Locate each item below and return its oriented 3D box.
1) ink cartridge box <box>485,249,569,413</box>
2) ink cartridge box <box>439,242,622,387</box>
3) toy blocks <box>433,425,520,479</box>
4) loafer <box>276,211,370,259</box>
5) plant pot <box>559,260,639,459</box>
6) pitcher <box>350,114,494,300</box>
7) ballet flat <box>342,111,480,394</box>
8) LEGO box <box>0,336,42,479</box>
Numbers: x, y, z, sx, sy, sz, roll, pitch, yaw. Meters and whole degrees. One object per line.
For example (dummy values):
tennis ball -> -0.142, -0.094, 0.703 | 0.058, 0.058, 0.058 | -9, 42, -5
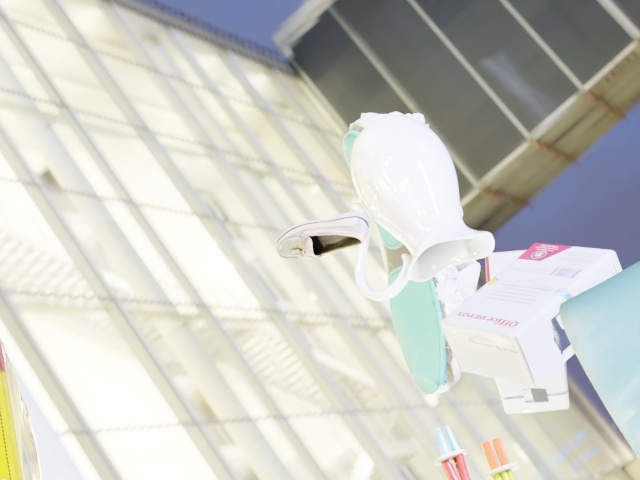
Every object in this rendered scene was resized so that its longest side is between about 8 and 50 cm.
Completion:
ink cartridge box -> 0.337, 0.153, 2.152 | 0.114, 0.197, 0.273 | -5, -21, 10
ink cartridge box -> 0.242, 0.081, 1.495 | 0.175, 0.072, 0.127 | -36, 24, -27
toy blocks -> 0.227, 0.327, 1.926 | 0.123, 0.148, 0.054 | -32, -22, 29
loafer -> 0.000, 0.000, 1.588 | 0.125, 0.039, 0.045 | -18, -49, 24
plant pot -> 0.383, 0.108, 1.124 | 0.235, 0.293, 0.293 | -37, -20, 15
pitcher -> 0.097, -0.040, 1.659 | 0.178, 0.207, 0.125 | -30, -29, 8
ballet flat -> 0.154, 0.007, 1.860 | 0.147, 0.409, 0.147 | -17, 3, 1
LEGO box -> -0.416, 0.407, 1.564 | 0.193, 0.500, 0.372 | -11, -27, -10
